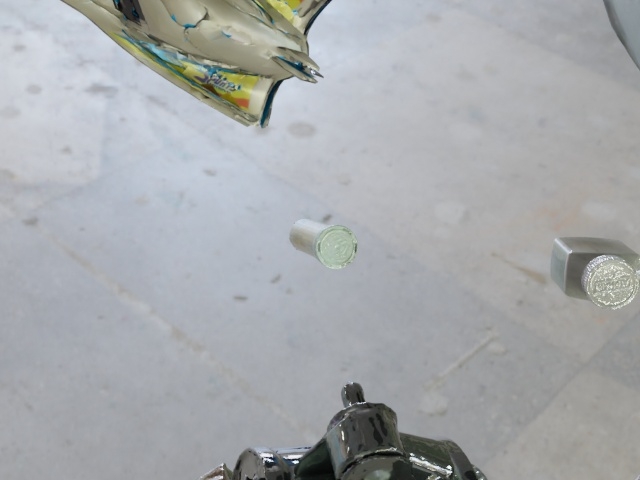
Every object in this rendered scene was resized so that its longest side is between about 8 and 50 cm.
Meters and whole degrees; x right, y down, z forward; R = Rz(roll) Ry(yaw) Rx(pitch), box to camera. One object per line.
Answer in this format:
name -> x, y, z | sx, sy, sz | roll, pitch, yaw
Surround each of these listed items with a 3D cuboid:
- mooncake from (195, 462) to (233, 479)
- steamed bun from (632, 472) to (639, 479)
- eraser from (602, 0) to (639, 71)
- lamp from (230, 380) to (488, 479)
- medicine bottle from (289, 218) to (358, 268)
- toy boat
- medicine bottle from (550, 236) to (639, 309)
mooncake -> -0.159, 0.357, 1.297 | 0.073, 0.125, 0.130 | 48, 18, -9
steamed bun -> 0.383, 0.297, 0.938 | 0.301, 0.251, 0.199 | -9, 50, -4
eraser -> 0.271, -0.198, 0.671 | 0.104, 0.189, 0.290 | -14, 2, 2
lamp -> 0.037, 0.303, 0.974 | 0.272, 0.374, 0.205 | 16, 38, -30
medicine bottle -> 0.000, 0.000, 1.760 | 0.074, 0.074, 0.218 | -5, 7, -14
toy boat -> -0.094, -0.132, 0.509 | 0.210, 0.084, 0.066 | 23, 23, -20
medicine bottle -> 0.478, 0.053, 1.741 | 0.132, 0.088, 0.188 | 4, 12, 1
